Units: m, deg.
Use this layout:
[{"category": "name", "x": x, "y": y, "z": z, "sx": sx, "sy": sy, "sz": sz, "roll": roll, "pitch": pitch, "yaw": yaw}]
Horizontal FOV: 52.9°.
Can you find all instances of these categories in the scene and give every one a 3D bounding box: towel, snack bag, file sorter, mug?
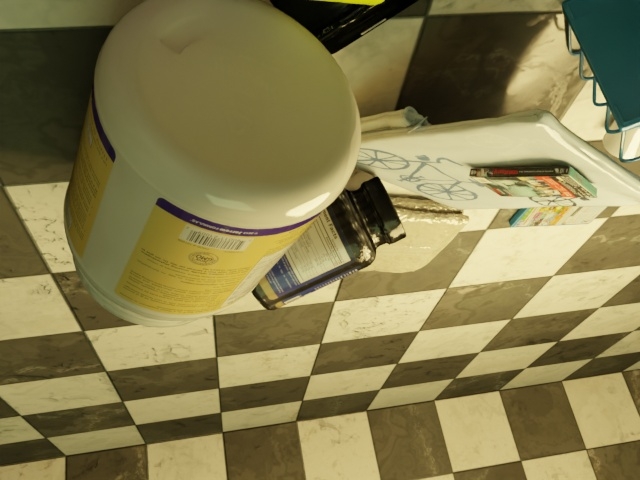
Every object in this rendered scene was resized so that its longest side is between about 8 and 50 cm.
[{"category": "towel", "x": 0.086, "y": -0.010, "z": 1.057, "sx": 0.282, "sy": 0.049, "sz": 0.187, "roll": 3, "pitch": 147, "yaw": -24}, {"category": "snack bag", "x": 0.202, "y": -0.094, "z": 0.798, "sx": 0.323, "sy": 0.037, "sz": 0.342, "roll": 17, "pitch": 170, "yaw": -40}, {"category": "file sorter", "x": 0.351, "y": -0.188, "z": 0.699, "sx": 0.118, "sy": 0.170, "sz": 0.104, "roll": -19, "pitch": 155, "yaw": 14}, {"category": "mug", "x": 0.442, "y": -0.163, "z": 0.910, "sx": 0.062, "sy": 0.078, "sz": 0.064, "roll": 17, "pitch": 146, "yaw": 15}]

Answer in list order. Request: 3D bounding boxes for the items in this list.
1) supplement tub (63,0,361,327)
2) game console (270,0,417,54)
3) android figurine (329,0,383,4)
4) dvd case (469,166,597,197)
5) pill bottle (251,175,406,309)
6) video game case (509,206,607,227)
[{"category": "supplement tub", "x": -0.131, "y": -0.059, "z": 0.669, "sx": 0.241, "sy": 0.241, "sz": 0.331, "roll": 4, "pitch": 152, "yaw": -27}, {"category": "game console", "x": 0.025, "y": -0.247, "z": 0.634, "sx": 0.122, "sy": 0.071, "sz": 0.107, "roll": -26, "pitch": 179, "yaw": 26}, {"category": "android figurine", "x": 0.037, "y": -0.293, "z": 0.484, "sx": 0.273, "sy": 0.056, "sz": 0.248, "roll": 1, "pitch": 145, "yaw": -11}, {"category": "dvd case", "x": 0.246, "y": -0.067, "z": 0.747, "sx": 0.119, "sy": 0.013, "sz": 0.087, "roll": 3, "pitch": 169, "yaw": 43}, {"category": "pill bottle", "x": 0.000, "y": 0.000, "z": 0.886, "sx": 0.219, "sy": 0.123, "sz": 0.123, "roll": -25, "pitch": 151, "yaw": 4}, {"category": "video game case", "x": 0.430, "y": -0.061, "z": 1.123, "sx": 0.166, "sy": 0.015, "sz": 0.119, "roll": -3, "pitch": 151, "yaw": -16}]
